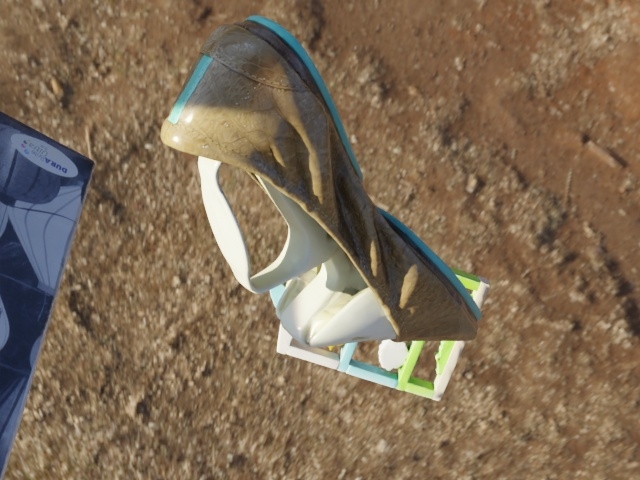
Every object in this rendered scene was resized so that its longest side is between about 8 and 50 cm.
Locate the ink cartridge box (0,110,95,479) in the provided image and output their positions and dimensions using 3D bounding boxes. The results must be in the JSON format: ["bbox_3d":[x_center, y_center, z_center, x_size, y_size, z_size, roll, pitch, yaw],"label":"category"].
[{"bbox_3d":[-0.204,0.065,0.388,0.165,0.065,0.333,29,47,-28],"label":"ink cartridge box"}]

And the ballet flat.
[{"bbox_3d":[0.000,0.000,0.714,0.124,0.342,0.116,-48,44,-10],"label":"ballet flat"}]

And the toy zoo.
[{"bbox_3d":[0.064,0.097,1.403,0.293,0.030,0.192,19,107,-8],"label":"toy zoo"}]
